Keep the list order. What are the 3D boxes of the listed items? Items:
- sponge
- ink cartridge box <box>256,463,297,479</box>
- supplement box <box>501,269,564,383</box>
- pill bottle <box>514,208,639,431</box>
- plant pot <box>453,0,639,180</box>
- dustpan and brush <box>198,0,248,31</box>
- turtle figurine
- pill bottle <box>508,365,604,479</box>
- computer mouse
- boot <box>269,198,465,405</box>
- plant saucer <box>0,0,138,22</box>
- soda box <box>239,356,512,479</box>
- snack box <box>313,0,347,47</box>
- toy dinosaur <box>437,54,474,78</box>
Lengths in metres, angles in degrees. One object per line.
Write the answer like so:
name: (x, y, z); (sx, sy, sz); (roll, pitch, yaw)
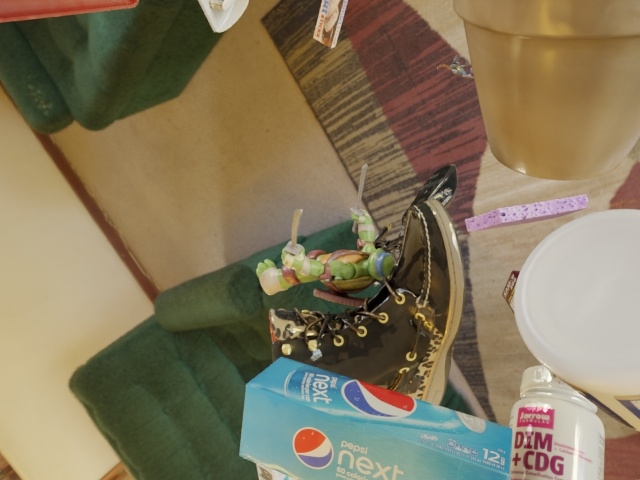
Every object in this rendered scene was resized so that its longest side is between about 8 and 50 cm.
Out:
sponge: (0.418, -0.053, 1.010); (0.117, 0.210, 0.031); (149, 111, -72)
ink cartridge box: (-0.065, 0.405, 1.075); (0.065, 0.186, 0.311); (12, 118, 34)
supplement box: (0.464, 0.157, 0.951); (0.130, 0.239, 0.073); (3, 125, -10)
pill bottle: (0.303, 0.095, 0.462); (0.153, 0.153, 0.265); (-3, 152, 44)
plant pot: (0.338, -0.246, 0.674); (0.323, 0.323, 0.280); (20, 136, 31)
dustpan and brush: (-0.210, -0.645, 1.268); (0.060, 0.211, 0.147); (31, 166, 22)
turtle figurine: (0.000, 0.000, 0.922); (0.266, 0.197, 0.275); (-17, 128, 43)
pill bottle: (0.421, 0.385, 0.899); (0.161, 0.283, 0.160); (15, 148, 10)
computer mouse: (0.216, -0.052, 1.125); (0.060, 0.262, 0.184); (41, 156, -10)
boot: (0.062, 0.123, 0.786); (0.284, 0.138, 0.377); (-3, 118, -6)
plant saucer: (-0.388, -0.473, 0.733); (0.048, 0.258, 0.259); (35, 133, 18)
soda box: (0.042, 0.166, 0.409); (0.210, 0.067, 0.071); (12, 104, 20)
snack box: (0.031, -0.589, 1.266); (0.064, 0.022, 0.178); (38, 136, 19)
toy dinosaur: (0.364, -0.449, 1.301); (0.090, 0.082, 0.047); (13, 85, 33)
